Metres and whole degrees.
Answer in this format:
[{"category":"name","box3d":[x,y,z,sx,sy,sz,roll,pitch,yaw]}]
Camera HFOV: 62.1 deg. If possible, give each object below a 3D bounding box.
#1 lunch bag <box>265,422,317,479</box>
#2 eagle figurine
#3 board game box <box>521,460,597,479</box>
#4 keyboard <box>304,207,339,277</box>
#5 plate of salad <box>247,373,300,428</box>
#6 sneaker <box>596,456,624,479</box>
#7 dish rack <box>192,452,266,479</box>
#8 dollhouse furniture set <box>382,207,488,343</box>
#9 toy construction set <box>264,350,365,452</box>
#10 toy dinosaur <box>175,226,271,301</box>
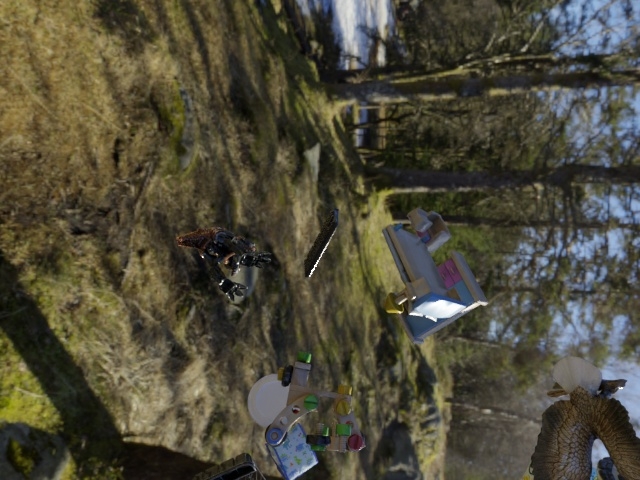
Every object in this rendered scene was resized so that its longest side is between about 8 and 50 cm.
[{"category":"lunch bag","box3d":[-0.097,0.729,1.826,0.151,0.128,0.096,57,-28,15]},{"category":"eagle figurine","box3d":[0.592,0.422,1.142,0.226,0.225,0.298,93,18,-44]},{"category":"board game box","box3d":[0.667,0.740,1.520,0.275,0.144,0.142,-61,-161,-2]},{"category":"keyboard","box3d":[0.000,0.000,1.346,0.108,0.023,0.180,-84,-159,-58]},{"category":"plate of salad","box3d":[-0.164,0.587,1.936,0.048,0.199,0.200,91,7,-57]},{"category":"sneaker","box3d":[0.642,0.612,1.121,0.410,0.158,0.182,-19,118,-53]},{"category":"dish rack","box3d":[-0.254,0.783,1.630,0.074,0.208,0.272,-114,180,-65]},{"category":"dollhouse furniture set","box3d":[0.176,0.072,1.181,0.303,0.198,0.287,18,42,-47]},{"category":"toy construction set","box3d":[0.009,0.422,1.391,0.309,0.257,0.237,42,47,-58]},{"category":"toy dinosaur","box3d":[-0.275,0.038,1.476,0.321,0.218,0.164,-9,135,-46]}]
